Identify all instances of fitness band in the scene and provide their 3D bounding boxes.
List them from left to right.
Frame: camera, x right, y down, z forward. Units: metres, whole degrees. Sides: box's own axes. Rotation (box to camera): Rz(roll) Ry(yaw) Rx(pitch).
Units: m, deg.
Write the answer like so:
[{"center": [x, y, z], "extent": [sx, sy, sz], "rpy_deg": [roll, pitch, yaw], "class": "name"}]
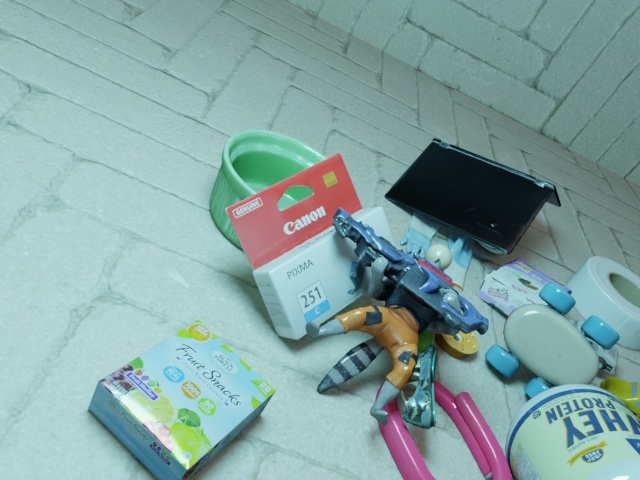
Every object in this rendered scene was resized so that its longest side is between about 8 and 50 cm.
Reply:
[{"center": [0.211, 0.352, 1.083], "extent": [0.209, 0.054, 0.290], "rpy_deg": [3, 41, -32], "class": "fitness band"}]

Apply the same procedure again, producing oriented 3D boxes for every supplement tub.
[{"center": [0.449, 0.399, 0.960], "extent": [0.236, 0.235, 0.325], "rpy_deg": [25, 13, -9], "class": "supplement tub"}]

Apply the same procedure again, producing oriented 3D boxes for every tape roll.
[{"center": [0.861, 0.178, 1.777], "extent": [0.286, 0.100, 0.286], "rpy_deg": [21, 34, -16], "class": "tape roll"}]

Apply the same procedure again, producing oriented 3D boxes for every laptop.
[{"center": [0.461, -0.119, 1.809], "extent": [0.382, 0.236, 0.408], "rpy_deg": [28, 5, 26], "class": "laptop"}]

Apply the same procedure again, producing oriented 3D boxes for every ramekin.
[{"center": [-0.090, -0.090, 1.330], "extent": [0.304, 0.148, 0.303], "rpy_deg": [21, 35, -15], "class": "ramekin"}]

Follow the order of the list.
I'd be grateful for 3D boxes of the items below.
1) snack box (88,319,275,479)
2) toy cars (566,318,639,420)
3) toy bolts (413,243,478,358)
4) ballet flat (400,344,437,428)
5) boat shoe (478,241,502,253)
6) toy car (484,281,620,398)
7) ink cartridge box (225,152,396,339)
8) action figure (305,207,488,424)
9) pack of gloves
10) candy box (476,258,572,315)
[{"center": [-0.195, 0.230, 0.898], "extent": [0.174, 0.070, 0.207], "rpy_deg": [39, 32, 13], "class": "snack box"}, {"center": [0.695, 0.302, 1.450], "extent": [0.177, 0.087, 0.393], "rpy_deg": [3, 34, -26], "class": "toy cars"}, {"center": [0.265, 0.123, 1.321], "extent": [0.218, 0.158, 0.228], "rpy_deg": [16, 36, -22], "class": "toy bolts"}, {"center": [0.174, 0.251, 1.091], "extent": [0.070, 0.070, 0.188], "rpy_deg": [28, 31, -5], "class": "ballet flat"}, {"center": [0.544, -0.054, 1.835], "extent": [0.109, 0.091, 0.305], "rpy_deg": [37, 33, 9], "class": "boat shoe"}, {"center": [0.510, 0.234, 1.386], "extent": [0.210, 0.219, 0.238], "rpy_deg": [41, 5, 16], "class": "toy car"}, {"center": [0.000, 0.000, 1.157], "extent": [0.296, 0.066, 0.261], "rpy_deg": [-31, 106, -34], "class": "ink cartridge box"}, {"center": [0.103, 0.115, 1.111], "extent": [0.341, 0.178, 0.330], "rpy_deg": [43, 50, 13], "class": "action figure"}, {"center": [0.317, 0.007, 1.619], "extent": [0.195, 0.046, 0.232], "rpy_deg": [33, 33, 2], "class": "pack of gloves"}, {"center": [0.519, 0.133, 1.562], "extent": [0.165, 0.070, 0.196], "rpy_deg": [35, 31, 30], "class": "candy box"}]
